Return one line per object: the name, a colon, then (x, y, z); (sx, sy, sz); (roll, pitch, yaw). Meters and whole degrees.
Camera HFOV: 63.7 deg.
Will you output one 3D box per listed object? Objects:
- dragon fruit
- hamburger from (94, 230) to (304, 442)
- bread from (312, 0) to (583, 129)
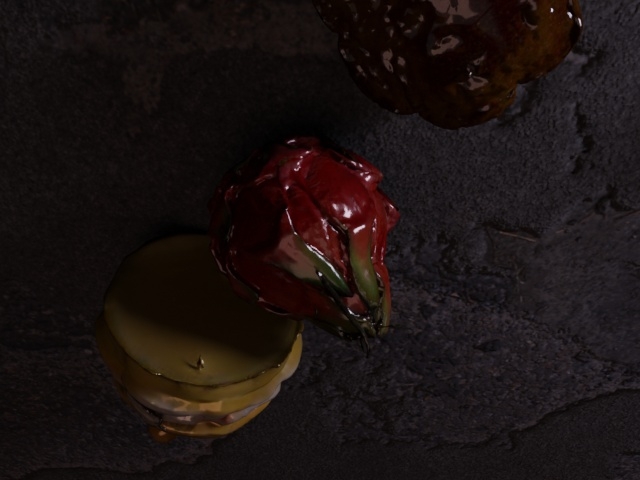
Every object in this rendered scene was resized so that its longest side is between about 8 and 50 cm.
dragon fruit: (0.000, 0.000, 0.599); (0.293, 0.234, 0.233); (41, 127, 20)
hamburger: (-0.168, 0.152, 0.726); (0.277, 0.276, 0.236); (13, 130, -7)
bread: (0.131, -0.232, 0.485); (0.232, 0.135, 0.246); (-27, 120, 31)
